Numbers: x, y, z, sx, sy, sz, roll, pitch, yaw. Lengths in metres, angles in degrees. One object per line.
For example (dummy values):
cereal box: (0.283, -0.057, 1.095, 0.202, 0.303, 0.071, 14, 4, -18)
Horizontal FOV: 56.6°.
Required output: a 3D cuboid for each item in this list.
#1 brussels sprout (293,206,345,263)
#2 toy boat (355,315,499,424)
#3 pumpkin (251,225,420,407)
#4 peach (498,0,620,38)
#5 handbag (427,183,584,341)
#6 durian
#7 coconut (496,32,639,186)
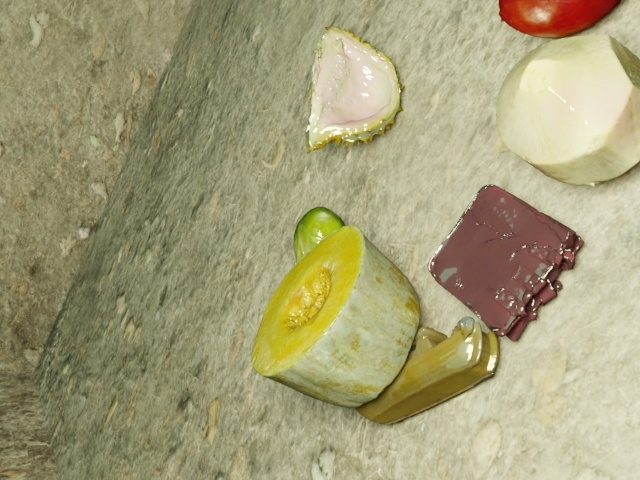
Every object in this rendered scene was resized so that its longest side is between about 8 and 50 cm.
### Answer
brussels sprout: (0.004, -0.001, 1.339, 0.155, 0.117, 0.155, 14, 108, 54)
toy boat: (0.174, 0.231, 1.067, 0.321, 0.089, 0.121, -40, 42, 35)
pumpkin: (0.036, 0.158, 1.132, 0.332, 0.199, 0.332, -43, 25, 25)
peach: (0.404, -0.449, 0.996, 0.226, 0.196, 0.190, -20, 28, 42)
handbag: (0.308, 0.033, 1.001, 0.216, 0.074, 0.203, 44, 109, 47)
durian: (0.091, -0.324, 1.350, 0.196, 0.185, 0.305, 4, 69, 23)
coconut: (0.376, -0.193, 0.892, 0.237, 0.237, 0.197, 18, 91, 51)
